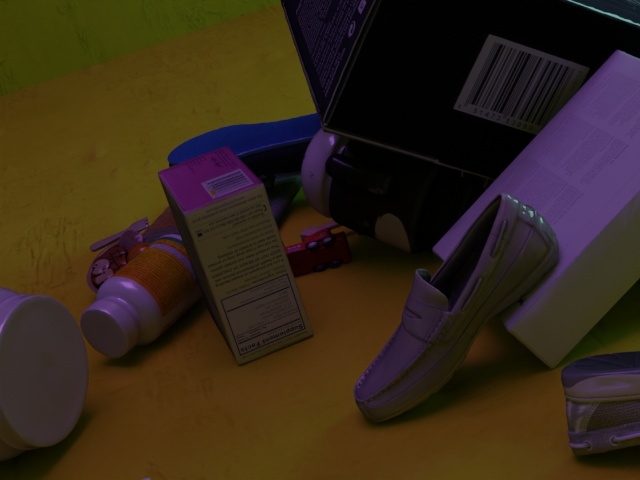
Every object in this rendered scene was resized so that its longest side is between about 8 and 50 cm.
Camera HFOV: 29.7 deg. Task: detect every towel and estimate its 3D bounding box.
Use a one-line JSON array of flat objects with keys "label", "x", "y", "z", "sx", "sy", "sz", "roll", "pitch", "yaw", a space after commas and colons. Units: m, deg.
[{"label": "towel", "x": -0.188, "y": -0.029, "z": 2.150, "sx": 0.271, "sy": 0.040, "sz": 0.370, "roll": -7, "pitch": 24, "yaw": 22}]

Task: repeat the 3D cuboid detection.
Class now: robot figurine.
[{"label": "robot figurine", "x": 0.106, "y": -0.088, "z": 1.839, "sx": 0.278, "sy": 0.209, "sz": 0.173, "roll": 23, "pitch": 58, "yaw": 23}]

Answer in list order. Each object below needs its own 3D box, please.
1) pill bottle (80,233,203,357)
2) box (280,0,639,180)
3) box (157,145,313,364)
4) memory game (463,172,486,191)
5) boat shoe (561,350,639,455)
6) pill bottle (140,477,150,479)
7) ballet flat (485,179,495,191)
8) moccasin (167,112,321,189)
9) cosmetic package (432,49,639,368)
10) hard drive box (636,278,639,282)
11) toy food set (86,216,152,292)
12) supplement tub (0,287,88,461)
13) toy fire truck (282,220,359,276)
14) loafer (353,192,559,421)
[{"label": "pill bottle", "x": -0.266, "y": 0.087, "z": 1.836, "sx": 0.117, "sy": 0.118, "sz": 0.208, "roll": -1, "pitch": 29, "yaw": 34}, {"label": "box", "x": 0.227, "y": -0.333, "z": 1.845, "sx": 0.480, "sy": 0.297, "sz": 0.472, "roll": 14, "pitch": 28, "yaw": -20}, {"label": "box", "x": -0.124, "y": 0.016, "z": 1.735, "sx": 0.117, "sy": 0.243, "sz": 0.213, "roll": -21, "pitch": 23, "yaw": -10}, {"label": "memory game", "x": 0.180, "y": -0.117, "z": 1.915, "sx": 0.186, "sy": 0.186, "sz": 0.012, "roll": 8, "pitch": 57, "yaw": 45}, {"label": "boat shoe", "x": 0.409, "y": 0.168, "z": 1.228, "sx": 0.320, "sy": 0.103, "sz": 0.118, "roll": -4, "pitch": 7, "yaw": 17}, {"label": "pill bottle", "x": -0.265, "y": 0.335, "z": 1.268, "sx": 0.221, "sy": 0.124, "sz": 0.124, "roll": -23, "pitch": 24, "yaw": -13}, {"label": "ballet flat", "x": 0.335, "y": -0.120, "z": 1.948, "sx": 0.077, "sy": 0.077, "sz": 0.231, "roll": 14, "pitch": 32, "yaw": 21}, {"label": "moccasin", "x": -0.101, "y": -0.134, "z": 2.141, "sx": 0.342, "sy": 0.117, "sz": 0.138, "roll": -6, "pitch": 36, "yaw": 15}, {"label": "cosmetic package", "x": 0.341, "y": -0.052, "z": 1.544, "sx": 0.377, "sy": 0.097, "sz": 0.284, "roll": -47, "pitch": 21, "yaw": 6}, {"label": "hard drive box", "x": 0.511, "y": -0.040, "z": 1.615, "sx": 0.181, "sy": 0.089, "sz": 0.232, "roll": -4, "pitch": 26, "yaw": 27}, {"label": "toy food set", "x": -0.332, "y": 0.035, "z": 2.005, "sx": 0.132, "sy": 0.038, "sz": 0.192, "roll": -26, "pitch": 42, "yaw": 4}, {"label": "supplement tub", "x": -0.504, "y": 0.185, "z": 1.633, "sx": 0.324, "sy": 0.235, "sz": 0.235, "roll": -6, "pitch": 25, "yaw": 24}, {"label": "toy fire truck", "x": 0.000, "y": 0.000, "z": 1.935, "sx": 0.192, "sy": 0.047, "sz": 0.135, "roll": -15, "pitch": 23, "yaw": 6}, {"label": "loafer", "x": 0.144, "y": 0.079, "z": 1.444, "sx": 0.319, "sy": 0.111, "sz": 0.112, "roll": -49, "pitch": 24, "yaw": 3}]
